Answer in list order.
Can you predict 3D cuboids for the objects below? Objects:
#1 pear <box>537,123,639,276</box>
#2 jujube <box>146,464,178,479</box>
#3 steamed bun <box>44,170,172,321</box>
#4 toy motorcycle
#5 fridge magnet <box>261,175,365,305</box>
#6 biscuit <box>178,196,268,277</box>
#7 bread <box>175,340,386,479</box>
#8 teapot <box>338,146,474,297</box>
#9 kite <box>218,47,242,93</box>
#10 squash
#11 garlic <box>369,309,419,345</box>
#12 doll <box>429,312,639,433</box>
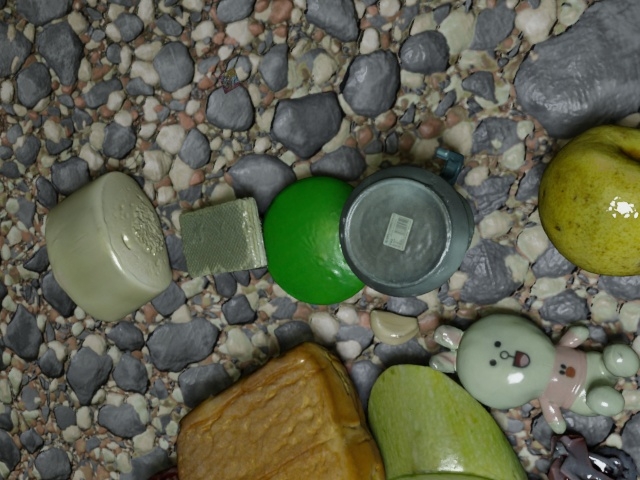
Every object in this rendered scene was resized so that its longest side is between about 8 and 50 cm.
[{"bbox_3d":[0.374,-0.041,0.844,0.197,0.197,0.197,2,95,24],"label":"pear"},{"bbox_3d":[-0.239,0.527,1.161,0.184,0.183,0.243,-7,103,24],"label":"jujube"},{"bbox_3d":[-0.396,0.016,1.204,0.200,0.155,0.250,-25,81,23],"label":"steamed bun"},{"bbox_3d":[0.332,0.343,0.906,0.118,0.213,0.084,37,147,34],"label":"toy motorcycle"},{"bbox_3d":[0.000,0.000,1.063,0.208,0.088,0.207,2,96,24],"label":"fridge magnet"},{"bbox_3d":[-0.170,-0.002,1.130,0.199,0.041,0.121,-10,89,46],"label":"biscuit"},{"bbox_3d":[-0.054,0.365,1.040,0.337,0.148,0.327,-38,57,19],"label":"bread"},{"bbox_3d":[0.140,-0.031,0.926,0.171,0.225,0.203,26,103,18],"label":"teapot"},{"bbox_3d":[-0.148,-0.290,1.154,0.078,0.002,0.044,-45,76,21],"label":"kite"},{"bbox_3d":[0.184,0.298,1.011,0.237,0.204,0.154,-11,51,22],"label":"squash"},{"bbox_3d":[0.114,0.139,1.050,0.083,0.041,0.053,6,55,18],"label":"garlic"},{"bbox_3d":[0.296,0.183,0.937,0.275,0.113,0.154,7,75,28],"label":"doll"}]
